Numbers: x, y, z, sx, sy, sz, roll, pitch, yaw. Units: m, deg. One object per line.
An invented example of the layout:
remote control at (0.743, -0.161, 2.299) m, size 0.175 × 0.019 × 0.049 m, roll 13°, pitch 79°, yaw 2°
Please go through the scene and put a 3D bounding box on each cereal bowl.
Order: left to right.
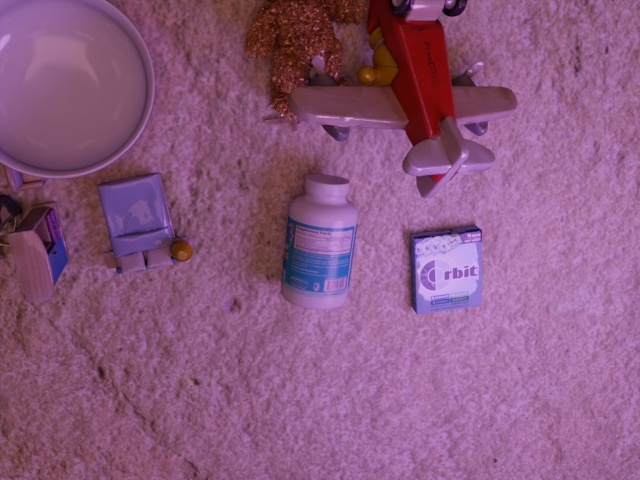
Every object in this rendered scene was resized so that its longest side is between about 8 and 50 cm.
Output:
cereal bowl at (-0.474, -0.279, 1.302) m, size 0.339 × 0.141 × 0.339 m, roll -1°, pitch 94°, yaw -15°

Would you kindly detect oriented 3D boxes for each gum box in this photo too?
gum box at (0.284, 0.067, 1.615) m, size 0.157 × 0.041 × 0.184 m, roll -7°, pitch 110°, yaw -7°

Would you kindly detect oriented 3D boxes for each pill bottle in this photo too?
pill bottle at (0.000, 0.000, 1.490) m, size 0.146 × 0.146 × 0.264 m, roll 4°, pitch 107°, yaw -11°

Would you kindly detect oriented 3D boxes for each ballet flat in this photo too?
ballet flat at (-0.654, 0.006, 1.424) m, size 0.074 × 0.074 × 0.203 m, roll 30°, pitch 99°, yaw -17°

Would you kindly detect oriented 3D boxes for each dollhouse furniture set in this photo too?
dollhouse furniture set at (-0.418, -0.049, 1.376) m, size 0.303 × 0.198 × 0.286 m, roll -10°, pitch 110°, yaw -7°

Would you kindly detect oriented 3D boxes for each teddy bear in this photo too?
teddy bear at (-0.031, -0.400, 1.371) m, size 0.245 × 0.113 × 0.338 m, roll 5°, pitch 107°, yaw -14°

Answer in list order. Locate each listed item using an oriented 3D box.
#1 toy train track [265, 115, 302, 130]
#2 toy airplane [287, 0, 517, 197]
toy train track at (-0.072, -0.247, 1.467) m, size 0.083 × 0.014 × 0.048 m, roll -6°, pitch 116°, yaw -2°
toy airplane at (0.167, -0.263, 1.347) m, size 0.386 × 0.272 × 0.384 m, roll 40°, pitch 65°, yaw -16°
